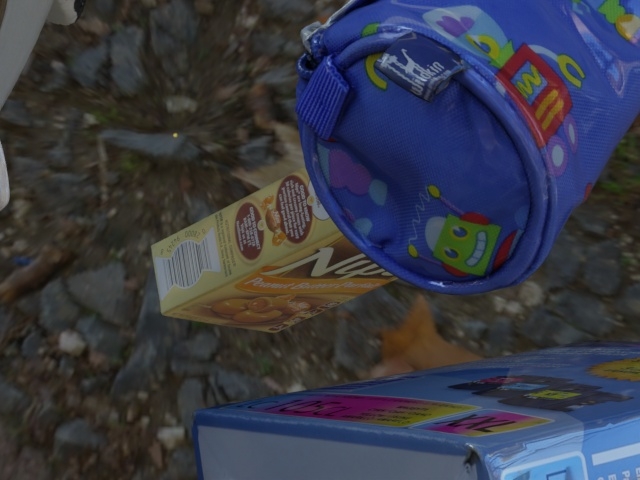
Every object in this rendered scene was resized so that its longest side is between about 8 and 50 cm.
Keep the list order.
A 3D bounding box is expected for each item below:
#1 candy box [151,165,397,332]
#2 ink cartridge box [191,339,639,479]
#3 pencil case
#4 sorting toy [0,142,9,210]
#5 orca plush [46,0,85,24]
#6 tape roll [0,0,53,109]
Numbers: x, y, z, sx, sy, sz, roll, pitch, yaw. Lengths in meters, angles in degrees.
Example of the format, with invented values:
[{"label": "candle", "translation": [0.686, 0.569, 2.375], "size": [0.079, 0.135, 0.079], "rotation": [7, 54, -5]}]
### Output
[{"label": "candy box", "translation": [0.000, 0.000, 1.609], "size": [0.316, 0.183, 0.087], "rotation": [-25, 67, 35]}, {"label": "ink cartridge box", "translation": [0.161, 0.148, 0.931], "size": [0.395, 0.270, 0.151], "rotation": [-5, 91, -36]}, {"label": "pencil case", "translation": [0.096, -0.109, 0.698], "size": [0.133, 0.119, 0.306], "rotation": [40, 49, -2]}, {"label": "sorting toy", "translation": [-0.127, -0.033, 0.383], "size": [0.083, 0.075, 0.044], "rotation": [7, 88, -30]}, {"label": "orca plush", "translation": [-0.320, -0.328, 1.565], "size": [0.287, 0.151, 0.102], "rotation": [33, 73, -43]}, {"label": "tape roll", "translation": [-0.292, -0.117, 1.015], "size": [0.072, 0.392, 0.392], "rotation": [31, 91, 5]}]
